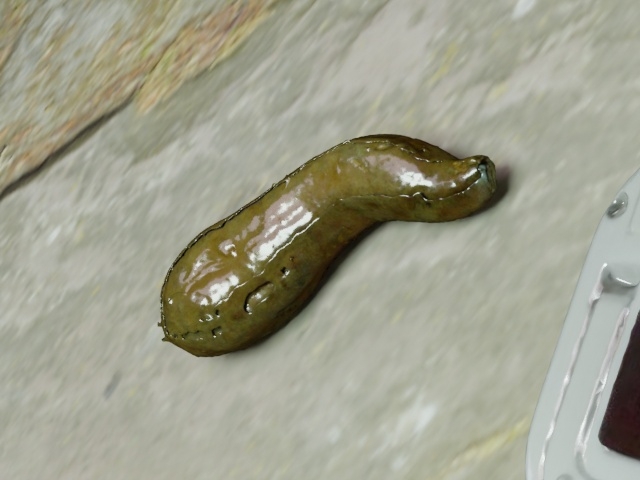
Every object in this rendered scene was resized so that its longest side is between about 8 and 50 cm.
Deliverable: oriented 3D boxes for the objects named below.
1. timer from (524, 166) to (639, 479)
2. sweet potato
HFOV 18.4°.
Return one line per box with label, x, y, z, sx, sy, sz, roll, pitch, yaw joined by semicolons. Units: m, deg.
timer;0.211;0.065;0.861;0.262;0.087;0.237;11;77;47
sweet potato;-0.001;-0.006;1.132;0.233;0.062;0.081;-31;65;25
